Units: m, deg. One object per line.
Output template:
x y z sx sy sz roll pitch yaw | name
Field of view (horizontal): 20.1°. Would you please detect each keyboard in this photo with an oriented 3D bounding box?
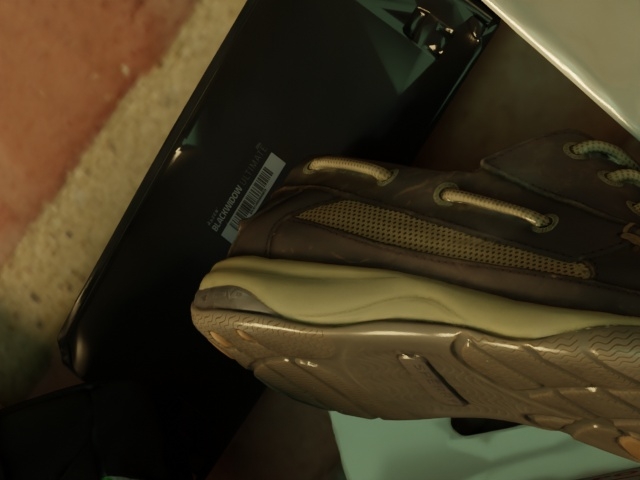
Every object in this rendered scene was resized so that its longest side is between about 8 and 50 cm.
0.000 0.000 0.949 0.201 0.033 0.317 39 115 13 | keyboard

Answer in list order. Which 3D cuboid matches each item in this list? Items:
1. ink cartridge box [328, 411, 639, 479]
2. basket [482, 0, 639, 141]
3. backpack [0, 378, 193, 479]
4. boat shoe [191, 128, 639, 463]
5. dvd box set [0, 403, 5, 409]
0.121 0.225 0.862 0.207 0.119 0.353 -14 91 13 | ink cartridge box
0.150 -0.133 0.801 0.167 0.103 0.113 44 126 11 | basket
-0.156 0.293 0.891 0.290 0.273 0.356 -21 58 8 | backpack
0.106 0.013 0.797 0.355 0.132 0.130 7 66 29 | boat shoe
-0.179 0.311 1.053 0.420 0.062 0.308 41 103 11 | dvd box set
